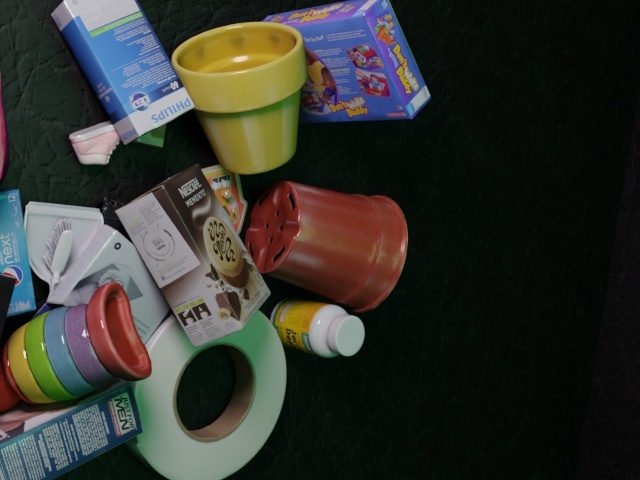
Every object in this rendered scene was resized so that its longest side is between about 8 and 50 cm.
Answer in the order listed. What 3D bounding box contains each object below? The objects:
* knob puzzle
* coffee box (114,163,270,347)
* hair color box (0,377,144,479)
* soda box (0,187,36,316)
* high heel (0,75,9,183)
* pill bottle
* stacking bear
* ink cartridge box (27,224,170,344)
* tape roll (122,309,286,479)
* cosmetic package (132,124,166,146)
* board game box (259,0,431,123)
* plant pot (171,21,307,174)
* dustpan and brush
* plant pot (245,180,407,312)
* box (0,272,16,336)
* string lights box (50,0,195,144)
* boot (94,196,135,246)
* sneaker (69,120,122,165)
[{"bbox_3d":[-0.223,-0.053,1.689,0.213,0.030,0.213,-6,99,-43],"label":"knob puzzle"},{"bbox_3d":[-0.233,0.025,1.537,0.297,0.118,0.168,61,23,-11],"label":"coffee box"},{"bbox_3d":[-0.498,0.337,1.381,0.347,0.174,0.105,-22,108,-40],"label":"hair color box"},{"bbox_3d":[-0.538,0.020,1.376,0.067,0.071,0.210,-13,104,-41],"label":"soda box"},{"bbox_3d":[-0.535,-0.263,1.270,0.127,0.181,0.377,-10,102,-42],"label":"high heel"},{"bbox_3d":[-0.006,0.194,1.797,0.117,0.208,0.118,-6,99,-42],"label":"pill bottle"},{"bbox_3d":[-0.459,0.201,1.365,0.289,0.164,0.175,-21,88,4],"label":"stacking bear"},{"bbox_3d":[-0.385,0.119,1.504,0.224,0.045,0.223,-55,138,-12],"label":"ink cartridge box"},{"bbox_3d":[-0.237,0.307,1.692,0.392,0.072,0.392,-6,99,-43],"label":"tape roll"},{"bbox_3d":[-0.327,-0.239,1.562,0.060,0.041,0.115,8,90,-43],"label":"cosmetic package"},{"bbox_3d":[0.032,-0.360,1.673,0.078,0.347,0.233,-48,124,-29],"label":"board game box"},{"bbox_3d":[-0.144,-0.271,1.607,0.254,0.254,0.239,-36,133,-34],"label":"plant pot"},{"bbox_3d":[-0.468,0.045,1.449,0.147,0.060,0.211,5,111,-43],"label":"dustpan and brush"},{"bbox_3d":[0.000,0.000,1.761,0.265,0.272,0.273,16,84,-35],"label":"plant pot"},{"bbox_3d":[-0.587,0.163,1.272,0.103,0.184,0.261,19,82,-45],"label":"box"},{"bbox_3d":[-0.351,-0.320,1.466,0.133,0.076,0.260,-35,104,-34],"label":"string lights box"},{"bbox_3d":[-0.380,-0.016,1.538,0.099,0.045,0.121,14,81,-44],"label":"boot"},{"bbox_3d":[-0.393,-0.180,1.504,0.134,0.051,0.070,-28,117,-36],"label":"sneaker"}]
